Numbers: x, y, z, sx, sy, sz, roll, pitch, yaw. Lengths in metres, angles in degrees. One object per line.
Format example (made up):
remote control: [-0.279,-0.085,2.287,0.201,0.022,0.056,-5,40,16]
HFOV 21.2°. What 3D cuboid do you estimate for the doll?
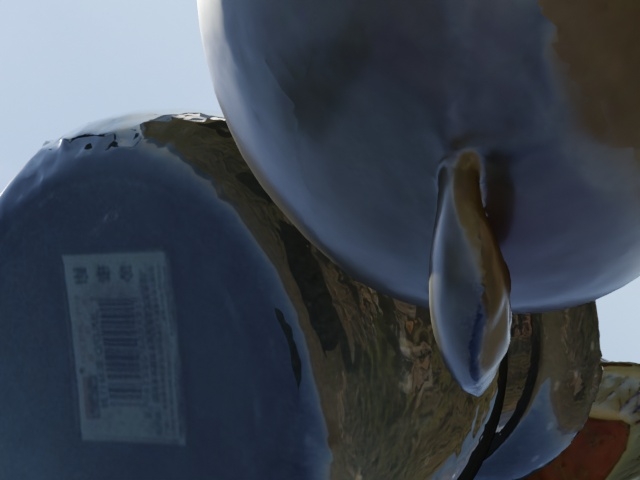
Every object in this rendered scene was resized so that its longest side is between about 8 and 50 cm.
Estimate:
doll: [0.044,-0.137,0.417,0.235,0.174,0.329,-84,-4,-69]

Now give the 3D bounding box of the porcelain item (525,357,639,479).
porcelain item: [0.160,0.147,1.011,0.253,0.253,0.253,47,-164,-18]

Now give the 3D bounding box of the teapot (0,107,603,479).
teapot: [-0.013,0.016,0.786,0.285,0.223,0.305,-7,-116,-52]
